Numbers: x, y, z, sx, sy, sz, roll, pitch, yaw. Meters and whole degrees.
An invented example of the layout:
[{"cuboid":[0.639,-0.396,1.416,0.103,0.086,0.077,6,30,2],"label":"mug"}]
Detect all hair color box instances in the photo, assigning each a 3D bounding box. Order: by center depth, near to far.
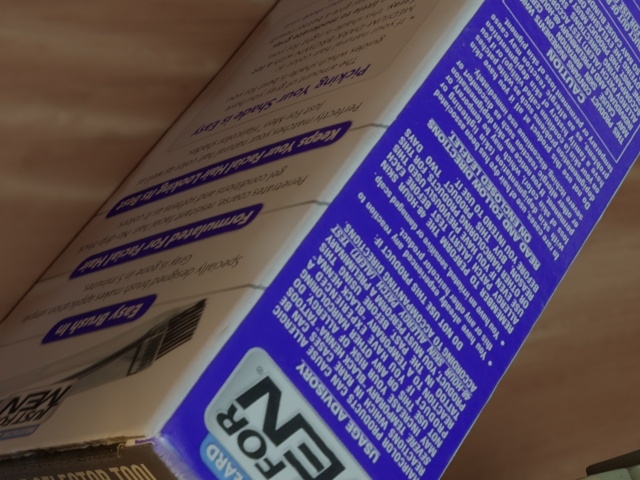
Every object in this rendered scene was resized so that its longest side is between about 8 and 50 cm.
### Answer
[{"cuboid":[0.000,0.000,0.717,0.110,0.185,0.339,53,52,-19],"label":"hair color box"}]

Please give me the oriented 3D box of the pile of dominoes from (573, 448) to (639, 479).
[{"cuboid":[0.060,0.120,0.740,0.251,0.196,0.040,-4,74,-41],"label":"pile of dominoes"}]
